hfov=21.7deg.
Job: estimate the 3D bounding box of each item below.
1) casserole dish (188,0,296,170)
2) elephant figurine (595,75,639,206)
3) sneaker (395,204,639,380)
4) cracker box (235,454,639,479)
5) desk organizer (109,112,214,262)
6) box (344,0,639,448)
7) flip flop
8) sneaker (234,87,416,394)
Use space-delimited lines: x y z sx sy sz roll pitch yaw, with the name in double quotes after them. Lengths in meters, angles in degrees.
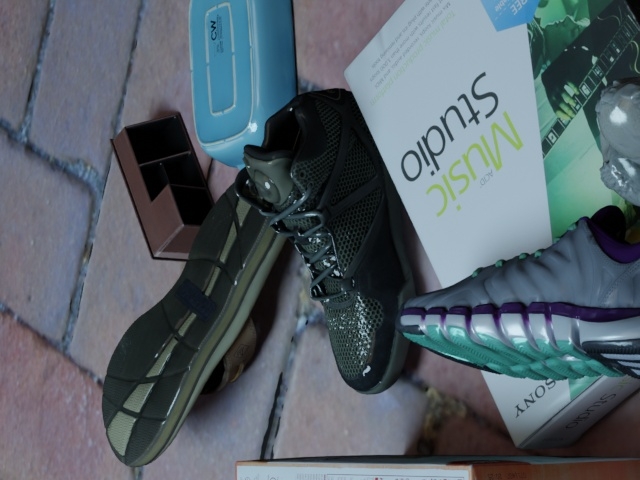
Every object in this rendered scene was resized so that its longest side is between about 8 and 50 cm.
-0.069 -0.148 1.382 0.114 0.037 0.188 -13 76 49 "casserole dish"
0.248 -0.130 0.916 0.169 0.186 0.239 7 59 19 "elephant figurine"
0.144 0.030 1.008 0.224 0.083 0.098 0 67 46 "sneaker"
0.074 0.173 1.088 0.232 0.156 0.067 -7 81 50 "cracker box"
-0.133 -0.048 1.444 0.050 0.047 0.130 -45 54 36 "desk organizer"
0.150 -0.058 1.090 0.232 0.058 0.322 -48 55 37 "box"
-0.088 0.071 1.365 0.277 0.080 0.112 -59 40 8 "flip flop"
0.000 0.000 1.215 0.087 0.130 0.227 -9 83 52 "sneaker"
